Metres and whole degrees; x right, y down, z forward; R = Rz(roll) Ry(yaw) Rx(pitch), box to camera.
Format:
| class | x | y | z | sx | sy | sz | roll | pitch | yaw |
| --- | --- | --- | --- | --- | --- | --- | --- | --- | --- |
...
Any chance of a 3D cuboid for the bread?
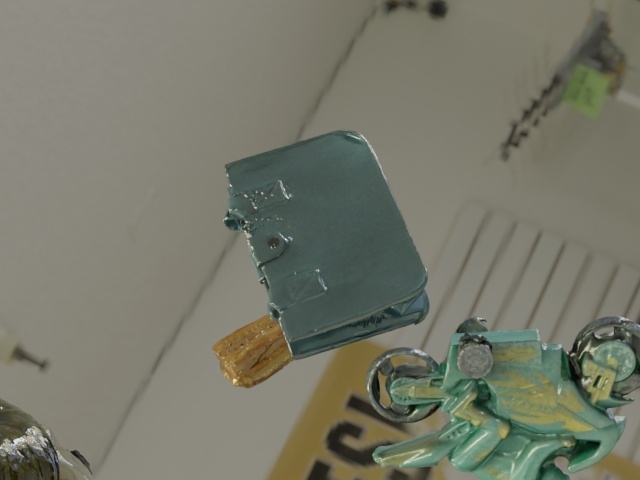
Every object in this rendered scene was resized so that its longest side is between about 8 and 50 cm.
| class | x | y | z | sx | sy | sz | roll | pitch | yaw |
| --- | --- | --- | --- | --- | --- | --- | --- | --- | --- |
| bread | -0.048 | 0.154 | 2.368 | 0.271 | 0.077 | 0.139 | -29 | 22 | -12 |

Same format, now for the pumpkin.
| class | x | y | z | sx | sy | sz | roll | pitch | yaw |
| --- | --- | --- | --- | --- | --- | --- | --- | --- | --- |
| pumpkin | -0.378 | 0.239 | 1.441 | 0.157 | 0.224 | 0.224 | -69 | -12 | 15 |

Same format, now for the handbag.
| class | x | y | z | sx | sy | sz | roll | pitch | yaw |
| --- | --- | --- | --- | --- | --- | --- | --- | --- | --- |
| handbag | 0.000 | 0.000 | 1.469 | 0.179 | 0.229 | 0.062 | -17 | -30 | -8 |

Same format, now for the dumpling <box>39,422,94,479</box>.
| class | x | y | z | sx | sy | sz | roll | pitch | yaw |
| --- | --- | --- | --- | --- | --- | --- | --- | --- | --- |
| dumpling | -0.373 | 0.399 | 1.935 | 0.163 | 0.204 | 0.293 | -1 | -77 | -37 |

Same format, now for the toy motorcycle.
| class | x | y | z | sx | sy | sz | roll | pitch | yaw |
| --- | --- | --- | --- | --- | --- | --- | --- | --- | --- |
| toy motorcycle | 0.197 | 0.178 | 1.457 | 0.109 | 0.296 | 0.198 | -59 | -35 | -78 |
